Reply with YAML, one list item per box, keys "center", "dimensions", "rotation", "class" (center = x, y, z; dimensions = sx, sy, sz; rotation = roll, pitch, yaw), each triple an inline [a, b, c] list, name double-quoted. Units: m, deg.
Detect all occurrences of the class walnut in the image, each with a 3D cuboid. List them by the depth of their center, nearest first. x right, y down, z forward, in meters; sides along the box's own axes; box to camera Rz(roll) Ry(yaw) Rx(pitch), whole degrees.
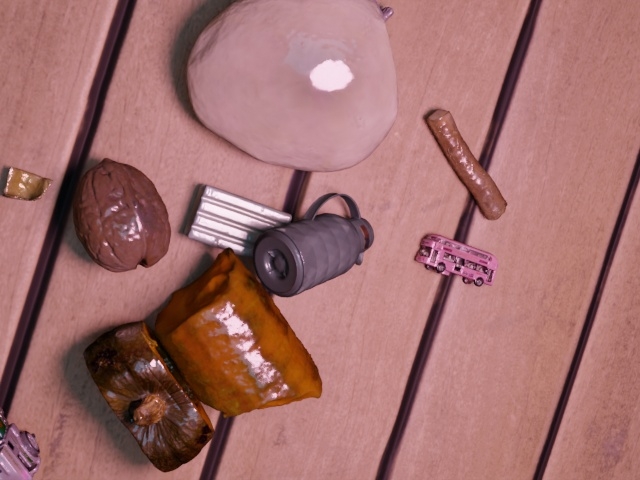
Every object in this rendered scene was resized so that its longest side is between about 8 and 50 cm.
- center: [-0.392, -0.050, 1.381]
  dimensions: [0.178, 0.178, 0.230]
  rotation: [-16, 90, -16]
  class: "walnut"

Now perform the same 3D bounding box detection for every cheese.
- center: [-0.568, -0.104, 1.377]
  dimensions: [0.084, 0.041, 0.060]
  rotation: [14, 85, -8]
  class: "cheese"

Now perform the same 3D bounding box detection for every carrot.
- center: [-0.177, 0.211, 1.442]
  dimensions: [0.242, 0.241, 0.340]
  rotation: [-35, 103, -11]
  class: "carrot"

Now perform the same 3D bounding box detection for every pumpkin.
- center: [-0.334, 0.316, 1.410]
  dimensions: [0.139, 0.222, 0.317]
  rotation: [-30, 106, -9]
  class: "pumpkin"

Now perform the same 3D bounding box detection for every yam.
- center: [0.343, -0.179, 1.656]
  dimensions: [0.066, 0.066, 0.299]
  rotation: [-40, 107, -10]
  class: "yam"

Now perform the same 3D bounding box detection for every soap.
- center: [-0.175, -0.034, 1.501]
  dimensions: [0.198, 0.066, 0.118]
  rotation: [20, 92, -20]
  class: "soap"

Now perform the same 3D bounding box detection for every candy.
- center: [-0.052, -0.315, 1.411]
  dimensions: [0.428, 0.186, 0.385]
  rotation: [0, 113, -6]
  class: "candy"

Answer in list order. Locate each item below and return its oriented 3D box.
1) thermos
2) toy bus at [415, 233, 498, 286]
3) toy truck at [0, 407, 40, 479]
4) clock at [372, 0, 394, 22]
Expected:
- center: [0.000, 0.000, 1.490]
  dimensions: [0.287, 0.145, 0.182]
  rotation: [-22, 113, -47]
  class: "thermos"
- center: [0.328, 0.049, 1.681]
  dimensions: [0.203, 0.063, 0.090]
  rotation: [18, 88, -21]
  class: "toy bus"
- center: [-0.684, 0.346, 1.327]
  dimensions: [0.177, 0.178, 0.363]
  rotation: [-33, 108, -12]
  class: "toy truck"
- center: [0.060, -0.477, 1.516]
  dimensions: [0.176, 0.080, 0.117]
  rotation: [-47, 109, -8]
  class: "clock"
